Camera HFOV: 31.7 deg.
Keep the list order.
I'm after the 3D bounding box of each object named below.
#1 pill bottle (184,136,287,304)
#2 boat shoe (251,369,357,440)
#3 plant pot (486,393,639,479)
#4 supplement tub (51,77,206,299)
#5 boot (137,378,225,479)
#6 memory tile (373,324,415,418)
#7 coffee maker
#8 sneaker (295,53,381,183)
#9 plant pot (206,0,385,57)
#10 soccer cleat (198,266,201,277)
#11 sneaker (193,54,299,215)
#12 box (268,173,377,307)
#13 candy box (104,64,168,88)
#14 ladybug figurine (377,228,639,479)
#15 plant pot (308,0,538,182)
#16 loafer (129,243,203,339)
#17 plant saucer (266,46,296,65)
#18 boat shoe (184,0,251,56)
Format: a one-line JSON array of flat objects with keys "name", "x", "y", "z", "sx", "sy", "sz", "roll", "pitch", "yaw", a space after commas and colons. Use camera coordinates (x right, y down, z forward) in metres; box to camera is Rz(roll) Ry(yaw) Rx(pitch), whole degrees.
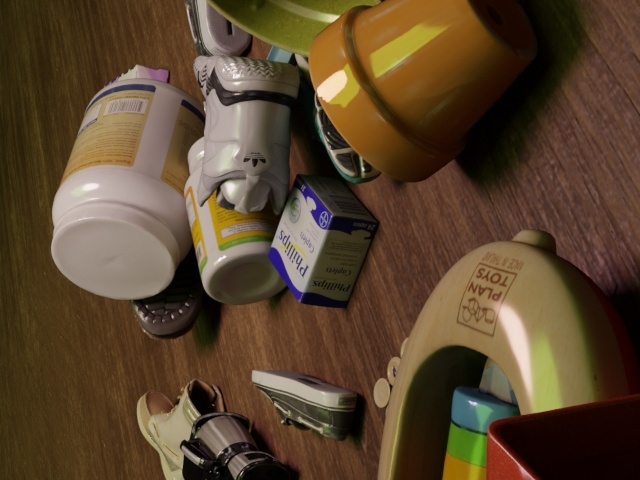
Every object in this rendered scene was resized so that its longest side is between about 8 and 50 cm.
[{"name": "pill bottle", "x": -0.129, "y": -0.039, "z": 1.683, "sx": 0.136, "sy": 0.136, "sz": 0.245, "roll": -54, "pitch": 40, "yaw": 41}, {"name": "boat shoe", "x": -0.031, "y": 0.219, "z": 1.519, "sx": 0.219, "sy": 0.078, "sz": 0.070, "roll": 9, "pitch": 91, "yaw": 59}, {"name": "plant pot", "x": 0.277, "y": 0.278, "z": 0.799, "sx": 0.267, "sy": 0.267, "sz": 0.235, "roll": -135, "pitch": 45, "yaw": -54}, {"name": "supplement tub", "x": -0.301, "y": -0.084, "z": 1.823, "sx": 0.228, "sy": 0.228, "sz": 0.316, "roll": -51, "pitch": 22, "yaw": 44}, {"name": "boot", "x": -0.228, "y": 0.285, "z": 1.858, "sx": 0.213, "sy": 0.077, "sz": 0.165, "roll": 55, "pitch": 132, "yaw": 43}, {"name": "memory tile", "x": 0.112, "y": 0.172, "z": 1.339, "sx": 0.148, "sy": 0.012, "sz": 0.113, "roll": -62, "pitch": 35, "yaw": 34}, {"name": "coffee maker", "x": -0.119, "y": 0.358, "z": 1.634, "sx": 0.178, "sy": 0.120, "sz": 0.171, "roll": 36, "pitch": 139, "yaw": 58}, {"name": "sneaker", "x": 0.031, "y": -0.165, "z": 1.493, "sx": 0.275, "sy": 0.107, "sz": 0.110, "roll": -108, "pitch": 19, "yaw": -45}, {"name": "plant pot", "x": 0.004, "y": -0.404, "z": 1.399, "sx": 0.276, "sy": 0.276, "sz": 0.254, "roll": -10, "pitch": 53, "yaw": 60}, {"name": "soccer cleat", "x": -0.161, "y": -0.013, "z": 1.815, "sx": 0.076, "sy": 0.068, "sz": 0.196, "roll": 154, "pitch": 125, "yaw": -62}, {"name": "sneaker", "x": -0.117, "y": -0.152, "z": 1.603, "sx": 0.366, "sy": 0.137, "sz": 0.210, "roll": -141, "pitch": 58, "yaw": -76}, {"name": "box", "x": 0.000, "y": 0.000, "z": 1.513, "sx": 0.126, "sy": 0.072, "sz": 0.137, "roll": 53, "pitch": 130, "yaw": 52}, {"name": "candy box", "x": -0.369, "y": -0.241, "z": 2.218, "sx": 0.196, "sy": 0.070, "sz": 0.165, "roll": -9, "pitch": 76, "yaw": 61}, {"name": "ladybug figurine", "x": 0.185, "y": 0.214, "z": 1.049, "sx": 0.305, "sy": 0.162, "sz": 0.449, "roll": 21, "pitch": 103, "yaw": 59}, {"name": "plant pot", "x": 0.124, "y": -0.197, "z": 1.228, "sx": 0.188, "sy": 0.205, "sz": 0.205, "roll": -35, "pitch": 53, "yaw": 35}, {"name": "loafer", "x": -0.268, "y": 0.049, "z": 1.954, "sx": 0.366, "sy": 0.134, "sz": 0.130, "roll": -105, "pitch": 8, "yaw": -49}, {"name": "plant saucer", "x": -0.065, "y": -0.266, "z": 1.738, "sx": 0.192, "sy": 0.018, "sz": 0.067, "roll": -62, "pitch": 36, "yaw": 34}, {"name": "boat shoe", "x": -0.189, "y": -0.459, "z": 1.888, "sx": 0.119, "sy": 0.121, "sz": 0.335, "roll": -12, "pitch": 76, "yaw": 55}]
